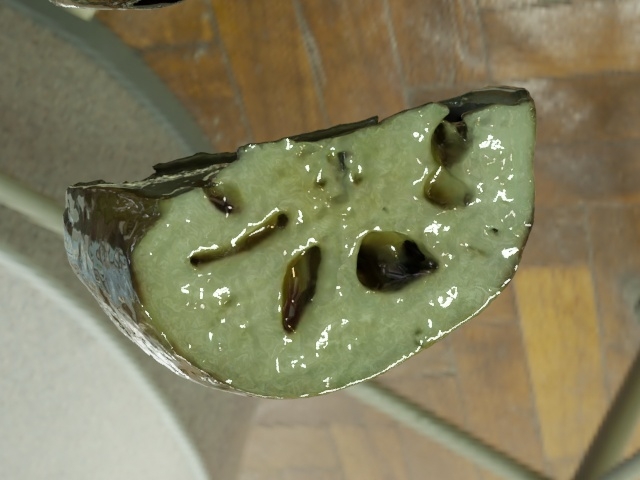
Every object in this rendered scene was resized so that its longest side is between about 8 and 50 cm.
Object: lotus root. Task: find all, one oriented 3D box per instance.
[{"bbox_3d":[0.000,0.000,0.801,0.234,0.119,0.138,-20,106,-13],"label":"lotus root"}]

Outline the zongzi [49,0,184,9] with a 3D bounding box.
[{"bbox_3d":[0.011,-0.190,0.821,0.300,0.286,0.138,37,160,26],"label":"zongzi"}]
